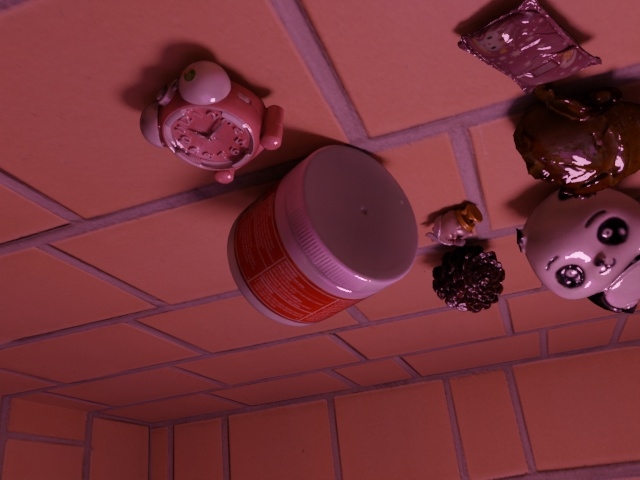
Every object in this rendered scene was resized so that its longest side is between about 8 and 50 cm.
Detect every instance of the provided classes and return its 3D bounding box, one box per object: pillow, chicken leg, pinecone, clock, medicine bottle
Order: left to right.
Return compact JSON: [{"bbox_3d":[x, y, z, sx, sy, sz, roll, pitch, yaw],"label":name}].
[{"bbox_3d":[-0.154,-0.172,0.850,0.162,0.092,0.166,27,140,-36],"label":"clock"},{"bbox_3d":[0.000,0.000,1.048,0.253,0.252,0.241,13,149,-36],"label":"medicine bottle"},{"bbox_3d":[0.343,0.092,1.459,0.163,0.162,0.165,4,174,-22],"label":"pinecone"},{"bbox_3d":[0.282,-0.258,0.815,0.185,0.043,0.118,21,150,-39],"label":"pillow"},{"bbox_3d":[0.487,-0.149,0.982,0.361,0.140,0.211,2,146,-9],"label":"chicken leg"}]

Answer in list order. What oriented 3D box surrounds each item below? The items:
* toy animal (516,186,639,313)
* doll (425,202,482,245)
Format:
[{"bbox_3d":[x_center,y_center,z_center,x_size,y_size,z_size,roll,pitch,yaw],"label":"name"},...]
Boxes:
[{"bbox_3d":[0.559,0.009,1.249,0.310,0.250,0.251,26,141,-30],"label":"toy animal"},{"bbox_3d":[0.280,-0.019,1.274,0.073,0.084,0.127,17,139,-39],"label":"doll"}]
